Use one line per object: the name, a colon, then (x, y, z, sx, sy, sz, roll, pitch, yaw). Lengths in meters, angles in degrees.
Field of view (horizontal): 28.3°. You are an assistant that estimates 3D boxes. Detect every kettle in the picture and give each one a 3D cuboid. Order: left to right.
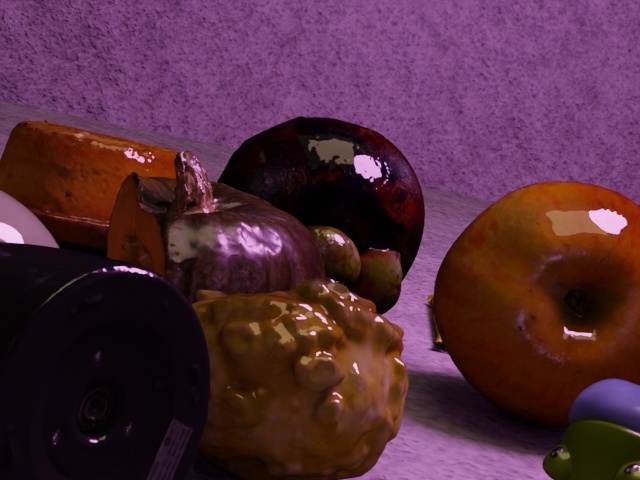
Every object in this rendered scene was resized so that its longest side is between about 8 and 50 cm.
kettle: (-0.240, 0.113, 0.976, 0.290, 0.207, 0.268, 10, -23, 38)

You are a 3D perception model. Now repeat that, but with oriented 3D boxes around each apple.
apple: (0.279, 0.082, 1.460, 0.301, 0.301, 0.301, 12, 10, -2)

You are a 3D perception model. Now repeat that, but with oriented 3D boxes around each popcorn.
popcorn: (-0.038, 0.132, 1.126, 0.233, 0.192, 0.266, -2, -15, 4)

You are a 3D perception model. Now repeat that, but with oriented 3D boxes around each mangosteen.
mangosteen: (-0.003, -0.018, 1.668, 0.311, 0.311, 0.311, 12, 10, -2)

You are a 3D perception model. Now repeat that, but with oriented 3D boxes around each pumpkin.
pumpkin: (-0.109, 0.021, 1.417, 0.232, 0.242, 0.325, 0, 19, -21)

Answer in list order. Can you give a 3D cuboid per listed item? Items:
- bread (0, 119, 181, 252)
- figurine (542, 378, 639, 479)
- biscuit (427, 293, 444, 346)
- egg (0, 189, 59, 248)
bread: (-0.330, -0.077, 1.855, 0.312, 0.172, 0.312, 11, 8, -2)
figurine: (0.335, 0.201, 1.210, 0.263, 0.143, 0.162, -3, 10, -41)
biscuit: (0.182, 0.118, 1.845, 0.048, 0.026, 0.292, -6, 9, 4)
egg: (-0.362, 0.028, 1.195, 0.253, 0.186, 0.186, 4, 13, -32)
